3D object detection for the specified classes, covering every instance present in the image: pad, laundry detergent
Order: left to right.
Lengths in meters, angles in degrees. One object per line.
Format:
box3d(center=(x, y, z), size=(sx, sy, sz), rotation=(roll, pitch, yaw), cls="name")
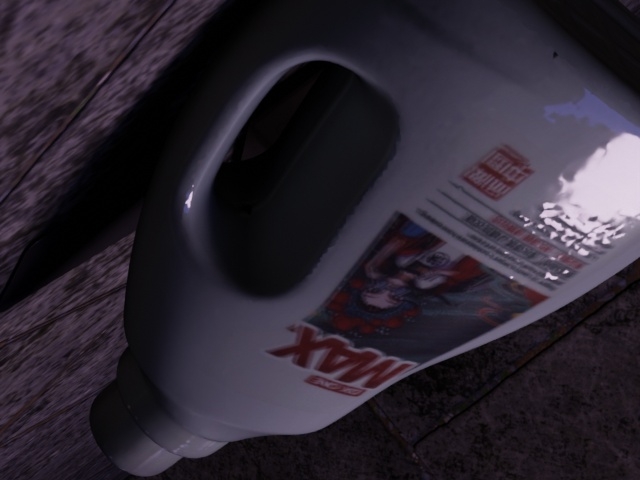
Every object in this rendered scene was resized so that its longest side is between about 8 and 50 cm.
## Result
box3d(center=(-0.132, -0.011, 0.925), size=(0.157, 0.003, 0.112), rotation=(-34, 172, -34), cls="pad")
box3d(center=(0.000, 0.000, 0.827), size=(0.264, 0.125, 0.398), rotation=(29, 124, -35), cls="laundry detergent")

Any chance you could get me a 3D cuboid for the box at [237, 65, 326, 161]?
box3d(center=(0.045, -0.072, 1.047), size=(0.203, 0.106, 0.252), rotation=(-38, 175, -14), cls="box")
